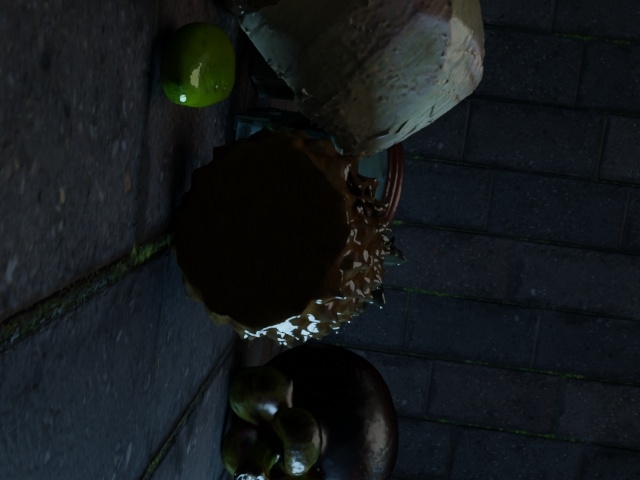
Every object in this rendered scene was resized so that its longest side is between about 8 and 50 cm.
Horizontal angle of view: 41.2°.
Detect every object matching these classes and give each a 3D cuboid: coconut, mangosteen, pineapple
[{"bbox_3d":[0.064,-0.265,1.036,0.297,0.254,0.297,52,12,-16],"label":"coconut"},{"bbox_3d":[-0.022,0.330,1.451,0.330,0.330,0.330,7,90,-87],"label":"mangosteen"},{"bbox_3d":[-0.002,0.000,0.959,0.357,0.223,0.222,5,93,-69],"label":"pineapple"}]

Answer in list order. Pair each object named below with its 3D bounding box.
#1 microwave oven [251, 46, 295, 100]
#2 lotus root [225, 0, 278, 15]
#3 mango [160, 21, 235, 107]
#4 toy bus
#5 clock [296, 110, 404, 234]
[{"bbox_3d":[0.015,-0.275,1.246,0.122,0.208,0.162,64,33,-84],"label":"microwave oven"},{"bbox_3d":[-0.068,-0.312,0.874,0.159,0.095,0.135,6,-99,53],"label":"lotus root"},{"bbox_3d":[-0.107,-0.149,0.735,0.108,0.056,0.073,-71,163,-61],"label":"mango"},{"bbox_3d":[-0.043,-0.114,1.187,0.256,0.147,0.128,-66,165,-76],"label":"toy bus"},{"bbox_3d":[0.004,-0.092,1.371,0.318,0.080,0.318,-20,-117,46],"label":"clock"}]
